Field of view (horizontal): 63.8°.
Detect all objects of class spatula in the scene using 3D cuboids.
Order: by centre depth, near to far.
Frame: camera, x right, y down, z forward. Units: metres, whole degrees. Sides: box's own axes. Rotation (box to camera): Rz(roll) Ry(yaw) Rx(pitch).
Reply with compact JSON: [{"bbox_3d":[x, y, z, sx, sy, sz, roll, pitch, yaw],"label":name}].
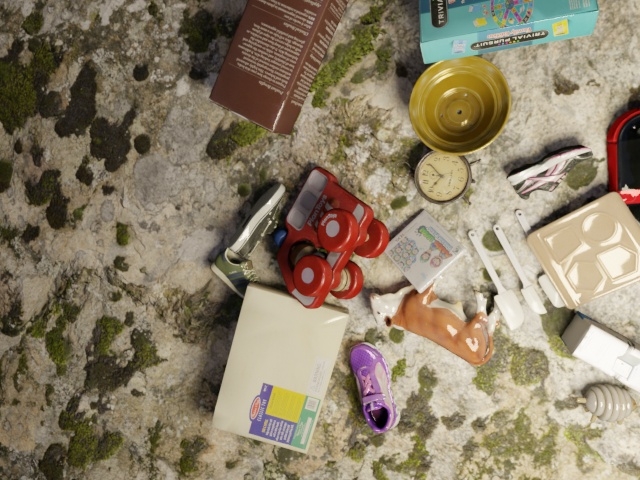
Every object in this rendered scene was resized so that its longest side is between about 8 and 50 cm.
[{"bbox_3d":[0.453,0.061,1.175,0.168,0.019,0.242,-25,82,1],"label":"spatula"}]

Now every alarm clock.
[{"bbox_3d":[0.268,-0.153,1.204,0.191,0.064,0.130,13,100,13],"label":"alarm clock"}]

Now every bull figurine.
[{"bbox_3d":[0.273,0.167,1.219,0.310,0.101,0.189,27,101,13],"label":"bull figurine"}]

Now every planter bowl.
[{"bbox_3d":[0.313,-0.297,1.160,0.217,0.090,0.217,1,94,16],"label":"planter bowl"}]

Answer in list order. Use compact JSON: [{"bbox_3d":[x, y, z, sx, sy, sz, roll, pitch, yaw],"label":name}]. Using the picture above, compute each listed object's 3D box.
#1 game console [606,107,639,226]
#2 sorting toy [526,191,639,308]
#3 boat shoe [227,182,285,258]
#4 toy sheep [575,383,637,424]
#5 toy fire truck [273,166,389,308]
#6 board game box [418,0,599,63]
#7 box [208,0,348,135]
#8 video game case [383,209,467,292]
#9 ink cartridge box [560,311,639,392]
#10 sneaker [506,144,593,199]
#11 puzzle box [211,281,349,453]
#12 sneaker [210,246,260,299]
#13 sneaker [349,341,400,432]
[{"bbox_3d":[0.811,-0.119,1.056,0.386,0.060,0.342,-5,101,18],"label":"game console"},{"bbox_3d":[0.590,0.024,1.118,0.208,0.038,0.193,-32,85,25],"label":"sorting toy"},{"bbox_3d":[-0.153,-0.051,1.345,0.070,0.078,0.219,35,97,-24],"label":"boat shoe"},{"bbox_3d":[0.634,0.362,1.141,0.132,0.091,0.091,1,97,-2],"label":"toy sheep"},{"bbox_3d":[0.000,0.000,1.270,0.254,0.169,0.302,41,109,36],"label":"toy fire truck"},{"bbox_3d":[0.377,-0.529,1.080,0.335,0.079,0.254,-4,73,18],"label":"board game box"},{"bbox_3d":[-0.096,-0.468,1.243,0.191,0.143,0.382,29,102,11],"label":"box"},{"bbox_3d":[0.239,0.023,1.203,0.143,0.019,0.157,-43,50,7],"label":"video game case"},{"bbox_3d":[0.632,0.244,1.098,0.190,0.139,0.082,28,101,11],"label":"ink cartridge box"},{"bbox_3d":[0.511,-0.149,1.138,0.178,0.072,0.077,-23,101,26],"label":"sneaker"},{"bbox_3d":[-0.110,0.336,1.347,0.271,0.052,0.409,16,101,-1],"label":"puzzle box"},{"bbox_3d":[-0.204,0.092,1.374,0.192,0.064,0.086,38,108,11],"label":"sneaker"},{"bbox_3d":[0.132,0.374,1.284,0.095,0.104,0.237,-18,89,19],"label":"sneaker"}]
